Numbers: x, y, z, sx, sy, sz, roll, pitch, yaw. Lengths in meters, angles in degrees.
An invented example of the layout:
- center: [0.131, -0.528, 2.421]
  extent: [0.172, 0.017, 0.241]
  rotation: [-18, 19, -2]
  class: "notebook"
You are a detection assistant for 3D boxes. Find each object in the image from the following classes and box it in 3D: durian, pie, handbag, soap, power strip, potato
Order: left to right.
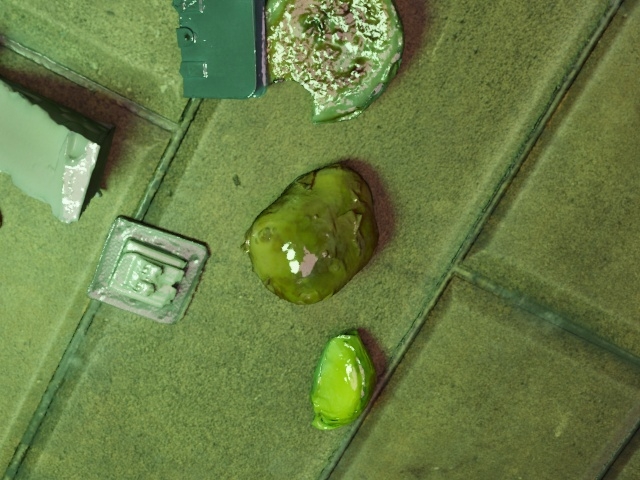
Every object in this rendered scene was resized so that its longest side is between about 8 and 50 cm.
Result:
- center: [-0.527, -0.175, 1.308]
  extent: [0.302, 0.258, 0.159]
  rotation: [21, 105, -14]
  class: "soap"
- center: [-0.358, 0.074, 1.518]
  extent: [0.213, 0.064, 0.198]
  rotation: [19, 103, -13]
  class: "power strip"
- center: [-0.192, -0.378, 1.367]
  extent: [0.179, 0.062, 0.229]
  rotation: [5, 108, 15]
  class: "handbag"
- center: [0.000, 0.000, 1.482]
  extent: [0.299, 0.196, 0.246]
  rotation: [-41, 111, 4]
  class: "potato"
- center: [0.015, -0.373, 1.392]
  extent: [0.302, 0.067, 0.303]
  rotation: [2, 109, 7]
  class: "pie"
- center: [0.053, 0.322, 1.649]
  extent: [0.139, 0.101, 0.250]
  rotation: [14, 109, 24]
  class: "durian"
